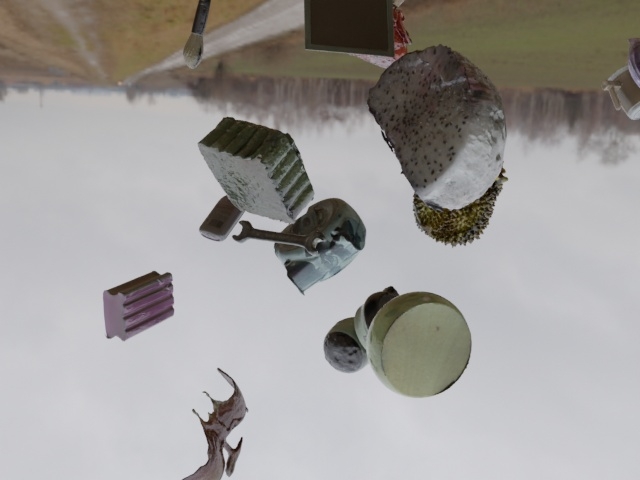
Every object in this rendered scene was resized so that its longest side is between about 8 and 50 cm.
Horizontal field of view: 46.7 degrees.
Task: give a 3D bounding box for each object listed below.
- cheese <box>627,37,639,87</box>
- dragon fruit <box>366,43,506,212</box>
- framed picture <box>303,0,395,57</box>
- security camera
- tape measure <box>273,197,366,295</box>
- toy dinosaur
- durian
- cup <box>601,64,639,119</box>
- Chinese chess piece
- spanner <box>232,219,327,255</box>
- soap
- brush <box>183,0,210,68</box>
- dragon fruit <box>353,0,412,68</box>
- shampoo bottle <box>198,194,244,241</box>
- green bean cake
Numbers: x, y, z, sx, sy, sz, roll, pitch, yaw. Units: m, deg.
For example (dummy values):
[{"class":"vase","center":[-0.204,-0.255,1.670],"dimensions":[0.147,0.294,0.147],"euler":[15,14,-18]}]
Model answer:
[{"class":"cheese","center":[0.600,-0.279,1.314],"dimensions":[0.105,0.191,0.042],"euler":[-11,163,-32]},{"class":"dragon fruit","center":[0.248,-0.208,1.352],"dimensions":[0.221,0.204,0.283],"euler":[19,-140,-44]},{"class":"framed picture","center":[0.058,-0.508,1.557],"dimensions":[0.197,0.252,0.014],"euler":[1,170,-12]},{"class":"security camera","center":[0.129,0.282,2.171],"dimensions":[0.277,0.197,0.191],"euler":[-33,-176,39]},{"class":"tape measure","center":[0.000,0.000,2.079],"dimensions":[0.256,0.147,0.275],"euler":[-36,-155,7]},{"class":"toy dinosaur","center":[-0.256,0.426,1.692],"dimensions":[0.113,0.327,0.206],"euler":[-7,150,24]},{"class":"durian","center":[0.401,-0.131,2.166],"dimensions":[0.258,0.293,0.258],"euler":[20,-156,-9]},{"class":"cup","center":[0.651,-0.312,1.549],"dimensions":[0.102,0.099,0.074],"euler":[2,147,-48]},{"class":"Chinese chess piece","center":[0.173,0.183,1.304],"dimensions":[0.188,0.188,0.083],"euler":[-1,-167,-17]},{"class":"spanner","center":[-0.090,-0.007,1.551],"dimensions":[0.254,0.054,0.015],"euler":[8,167,39]},{"class":"soap","center":[-0.435,0.154,1.790],"dimensions":[0.065,0.122,0.203],"euler":[5,-167,22]},{"class":"brush","center":[-0.218,-0.481,1.434],"dimensions":[0.039,0.299,0.042],"euler":[15,-167,-5]},{"class":"dragon fruit","center":[0.145,-0.593,1.970],"dimensions":[0.317,0.205,0.152],"euler":[14,-178,-29]},{"class":"shampoo bottle","center":[-0.216,-0.072,1.746],"dimensions":[0.080,0.040,0.165],"euler":[14,-121,33]},{"class":"green bean cake","center":[-0.111,-0.131,1.343],"dimensions":[0.181,0.173,0.094],"euler":[19,-121,38]}]
